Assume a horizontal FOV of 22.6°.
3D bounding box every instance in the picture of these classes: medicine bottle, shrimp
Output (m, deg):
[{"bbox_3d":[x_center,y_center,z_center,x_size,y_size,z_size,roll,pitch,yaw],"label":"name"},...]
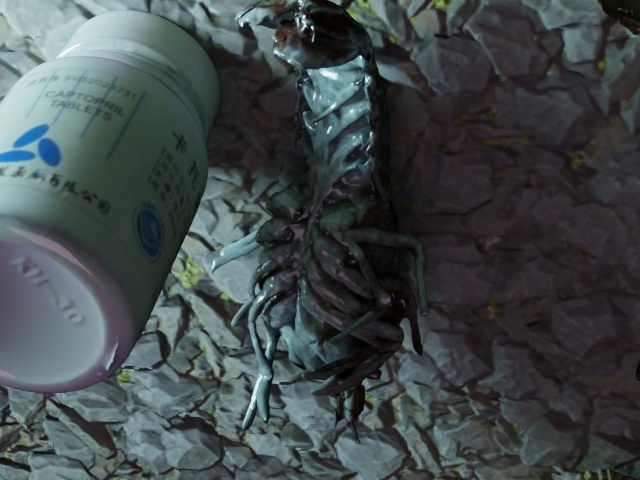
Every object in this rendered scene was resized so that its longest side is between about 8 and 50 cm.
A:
[{"bbox_3d":[-0.175,-0.039,1.185,0.170,0.293,0.170,7,129,9],"label":"medicine bottle"},{"bbox_3d":[0.003,0.001,1.263,0.221,0.166,0.410,27,121,38],"label":"shrimp"}]

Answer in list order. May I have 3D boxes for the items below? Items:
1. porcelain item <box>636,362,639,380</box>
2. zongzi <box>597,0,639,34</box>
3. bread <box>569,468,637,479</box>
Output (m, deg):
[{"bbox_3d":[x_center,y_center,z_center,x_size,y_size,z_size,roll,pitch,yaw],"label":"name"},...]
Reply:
[{"bbox_3d":[0.318,0.153,1.364,0.136,0.021,0.075,26,132,-4],"label":"porcelain item"},{"bbox_3d":[0.156,-0.344,0.966,0.360,0.160,0.323,33,122,-2],"label":"zongzi"},{"bbox_3d":[0.248,0.295,1.434,0.132,0.114,0.190,24,120,10],"label":"bread"}]
